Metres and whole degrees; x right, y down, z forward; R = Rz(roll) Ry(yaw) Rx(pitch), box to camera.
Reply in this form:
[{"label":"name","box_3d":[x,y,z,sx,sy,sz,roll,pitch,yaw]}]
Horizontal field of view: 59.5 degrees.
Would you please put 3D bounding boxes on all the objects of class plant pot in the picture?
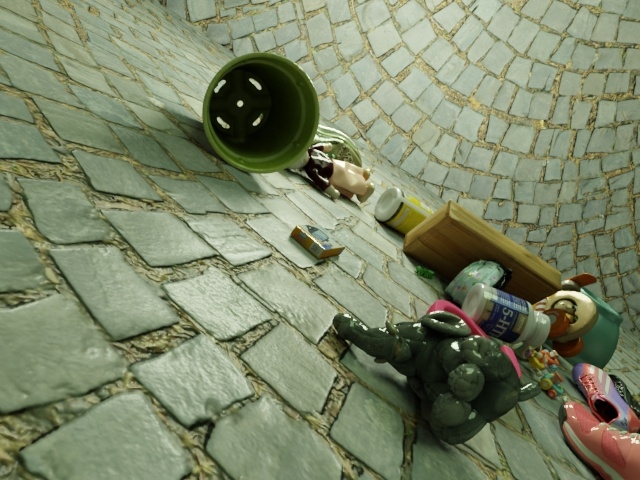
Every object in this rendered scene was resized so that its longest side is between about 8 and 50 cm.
[{"label":"plant pot","box_3d":[-0.175,-0.326,1.390,0.276,0.276,0.254,27,7,-28]},{"label":"plant pot","box_3d":[0.837,0.264,1.810,0.293,0.196,0.293,32,16,-11]}]

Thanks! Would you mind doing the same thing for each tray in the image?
[{"label":"tray","box_3d":[0.461,0.064,1.606,0.411,0.203,0.076,30,48,-15]}]

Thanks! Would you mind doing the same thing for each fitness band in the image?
[{"label":"fitness band","box_3d":[0.310,0.215,1.158,0.209,0.054,0.291,36,15,2]}]

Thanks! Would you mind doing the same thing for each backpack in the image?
[{"label":"backpack","box_3d":[0.412,0.126,1.483,0.115,0.151,0.182,35,27,23]}]

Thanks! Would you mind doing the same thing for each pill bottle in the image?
[{"label":"pill bottle","box_3d":[0.444,0.184,1.342,0.187,0.112,0.112,21,18,-4]},{"label":"pill bottle","box_3d":[0.286,-0.074,1.786,0.209,0.119,0.119,28,18,-24]}]

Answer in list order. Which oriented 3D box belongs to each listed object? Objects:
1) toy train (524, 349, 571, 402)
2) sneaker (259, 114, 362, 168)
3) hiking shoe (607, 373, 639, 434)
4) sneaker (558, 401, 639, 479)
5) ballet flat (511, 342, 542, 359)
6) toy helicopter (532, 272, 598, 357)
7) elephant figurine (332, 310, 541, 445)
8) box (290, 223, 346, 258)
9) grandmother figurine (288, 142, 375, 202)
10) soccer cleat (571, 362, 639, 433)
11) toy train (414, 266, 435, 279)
[{"label":"toy train","box_3d":[0.556,0.310,1.337,0.125,0.046,0.166,27,30,-22]},{"label":"sneaker","box_3d":[-0.036,-0.279,1.775,0.410,0.158,0.182,28,49,-30]},{"label":"hiking shoe","box_3d":[0.800,0.448,1.468,0.114,0.086,0.227,46,19,-15]},{"label":"sneaker","box_3d":[0.577,0.400,1.030,0.116,0.136,0.314,27,19,-31]},{"label":"ballet flat","box_3d":[0.542,0.279,1.437,0.168,0.052,0.057,13,29,-53]},{"label":"toy helicopter","box_3d":[0.685,0.183,1.716,0.140,0.235,0.355,47,-9,-29]},{"label":"elephant figurine","box_3d":[0.168,0.173,0.850,0.239,0.169,0.186,32,-22,53]},{"label":"box","box_3d":[0.000,0.000,1.181,0.081,0.028,0.136,40,19,16]},{"label":"grandmother figurine","box_3d":[0.014,-0.209,1.667,0.342,0.104,0.207,19,37,-38]},{"label":"soccer cleat","box_3d":[0.702,0.389,1.414,0.095,0.083,0.248,24,22,-20]},{"label":"toy train","box_3d":[0.282,0.086,1.505,0.083,0.023,0.017,18,24,-45]}]
